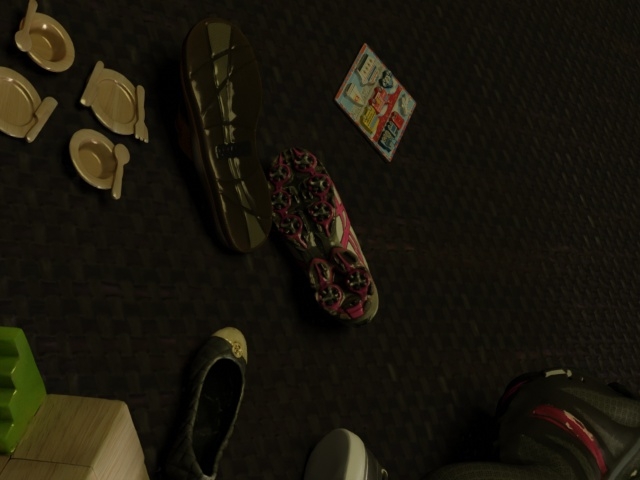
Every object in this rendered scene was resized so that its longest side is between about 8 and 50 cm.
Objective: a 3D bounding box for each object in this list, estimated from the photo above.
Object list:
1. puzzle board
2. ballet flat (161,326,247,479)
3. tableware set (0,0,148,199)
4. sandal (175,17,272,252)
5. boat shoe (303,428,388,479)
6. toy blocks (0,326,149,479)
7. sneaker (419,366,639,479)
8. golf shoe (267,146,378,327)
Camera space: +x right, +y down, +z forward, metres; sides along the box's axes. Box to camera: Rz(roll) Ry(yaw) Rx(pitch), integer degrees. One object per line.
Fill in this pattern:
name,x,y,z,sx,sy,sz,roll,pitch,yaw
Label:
puzzle board,0.065,-0.158,1.460,0.096,0.011,0.128,48,37,-19
ballet flat,-0.083,0.139,1.042,0.057,0.049,0.173,42,40,-27
tableware set,-0.211,-0.118,1.081,0.169,0.020,0.141,37,42,-31
sandal,-0.095,-0.095,1.185,0.090,0.060,0.219,-11,90,-47
boat shoe,0.019,0.264,1.071,0.076,0.080,0.228,40,33,-25
toy blocks,-0.162,0.275,0.690,0.261,0.191,0.381,-68,155,-48
sneaker,0.213,0.236,1.278,0.483,0.185,0.202,3,47,-54
golf shoe,0.000,0.000,1.240,0.086,0.068,0.186,55,13,-73
